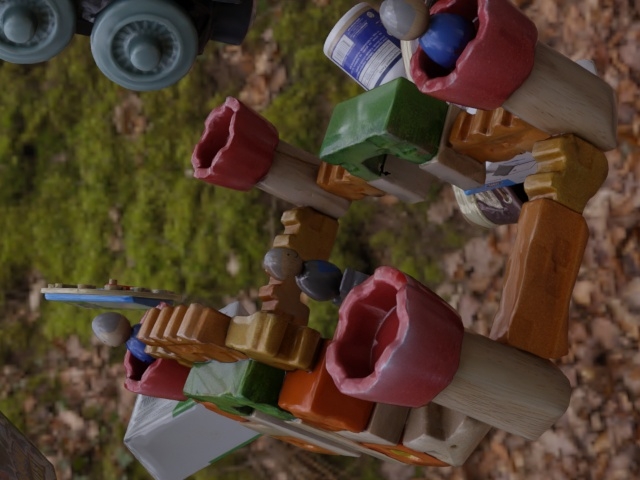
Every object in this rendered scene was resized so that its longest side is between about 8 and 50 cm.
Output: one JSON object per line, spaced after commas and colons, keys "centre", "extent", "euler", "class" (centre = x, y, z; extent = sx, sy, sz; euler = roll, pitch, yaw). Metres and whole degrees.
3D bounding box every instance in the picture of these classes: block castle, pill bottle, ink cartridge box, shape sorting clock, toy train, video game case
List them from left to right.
{"centre": [-0.374, 0.245, 1.284], "extent": [0.248, 0.035, 0.275], "euler": [54, 176, -25], "class": "video game case"}
{"centre": [-0.194, -0.227, 0.787], "extent": [0.142, 0.333, 0.190], "euler": [-99, 25, -49], "class": "toy train"}
{"centre": [-0.308, 0.077, 1.684], "extent": [0.206, 0.206, 0.040], "euler": [120, 154, -80], "class": "shape sorting clock"}
{"centre": [-0.144, 0.184, 1.403], "extent": [0.087, 0.153, 0.208], "euler": [54, -165, -20], "class": "ink cartridge box"}
{"centre": [0.000, 0.000, 0.912], "extent": [0.453, 0.212, 0.303], "euler": [-12, 58, 59], "class": "block castle"}
{"centre": [0.107, -0.292, 1.876], "extent": [0.186, 0.112, 0.112], "euler": [42, 164, 9], "class": "pill bottle"}
{"centre": [0.244, -0.130, 1.358], "extent": [0.191, 0.139, 0.082], "euler": [112, 143, -75], "class": "ink cartridge box"}

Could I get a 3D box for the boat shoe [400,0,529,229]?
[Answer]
{"centre": [0.212, -0.178, 1.504], "extent": [0.123, 0.123, 0.342], "euler": [-2, 108, 56], "class": "boat shoe"}
